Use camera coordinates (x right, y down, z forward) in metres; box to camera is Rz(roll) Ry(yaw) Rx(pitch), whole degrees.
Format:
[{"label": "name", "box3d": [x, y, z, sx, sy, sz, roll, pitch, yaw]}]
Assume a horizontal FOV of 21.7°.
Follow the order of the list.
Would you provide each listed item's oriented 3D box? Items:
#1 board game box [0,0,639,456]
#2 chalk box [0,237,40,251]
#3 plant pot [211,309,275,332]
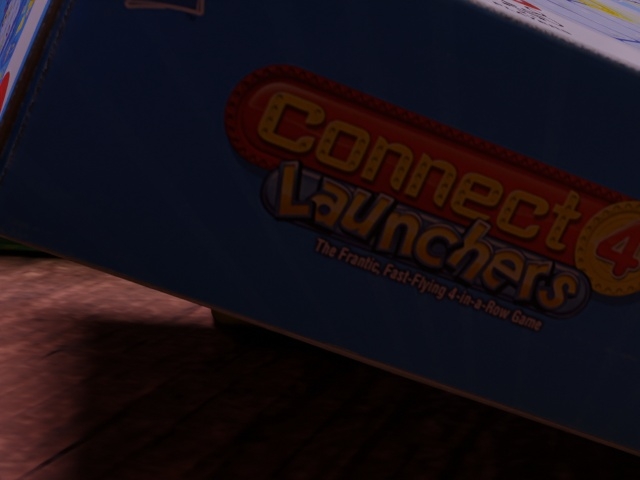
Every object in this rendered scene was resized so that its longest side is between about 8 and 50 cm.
[{"label": "board game box", "box3d": [0.057, -0.043, 0.509, 0.308, 0.086, 0.302, 20, 17, -17]}, {"label": "chalk box", "box3d": [-0.197, -0.100, 0.739, 0.289, 0.180, 0.179, 2, 11, -28]}, {"label": "plant pot", "box3d": [0.000, 0.000, 0.620, 0.082, 0.081, 0.083, 8, 14, -1]}]
